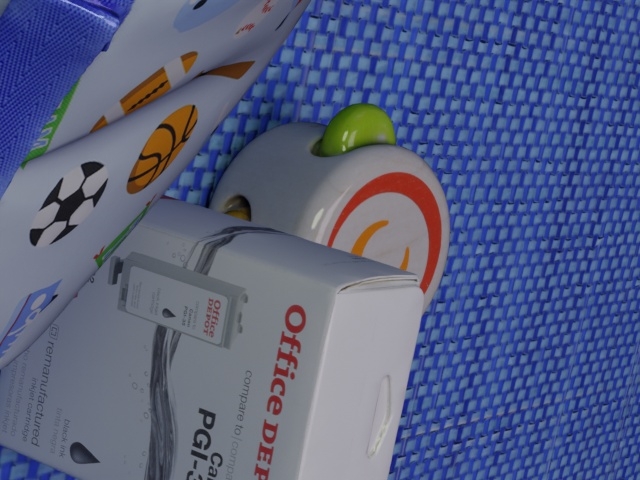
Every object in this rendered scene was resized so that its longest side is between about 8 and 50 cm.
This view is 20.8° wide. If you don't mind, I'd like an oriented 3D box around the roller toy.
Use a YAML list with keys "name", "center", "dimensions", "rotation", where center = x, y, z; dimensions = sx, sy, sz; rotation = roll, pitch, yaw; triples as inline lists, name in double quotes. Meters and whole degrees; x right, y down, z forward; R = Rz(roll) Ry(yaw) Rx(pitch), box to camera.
- name: "roller toy"
  center: [0.000, 0.000, 1.492]
  dimensions: [0.209, 0.146, 0.191]
  rotation: [-54, 135, -18]

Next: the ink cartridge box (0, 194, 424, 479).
- name: "ink cartridge box"
  center: [-0.088, 0.088, 1.268]
  dimensions: [0.117, 0.283, 0.207]
  rotation: [-4, 108, -57]

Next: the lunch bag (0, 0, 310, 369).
- name: "lunch bag"
  center: [-0.129, -0.131, 0.835]
  dimensions: [0.328, 0.239, 0.385]
  rotation: [-50, -165, 38]
